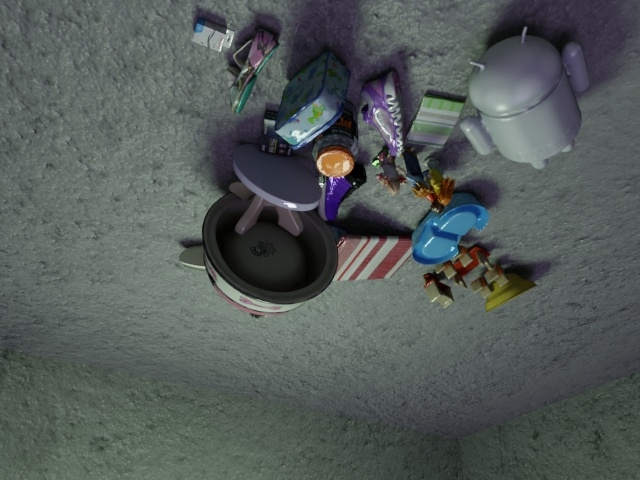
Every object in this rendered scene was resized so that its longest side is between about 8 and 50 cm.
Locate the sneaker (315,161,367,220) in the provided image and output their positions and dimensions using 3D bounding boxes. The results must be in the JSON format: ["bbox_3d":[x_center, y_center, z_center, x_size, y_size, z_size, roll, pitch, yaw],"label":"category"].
[{"bbox_3d":[0.063,-0.162,1.445,0.146,0.102,0.293,-1,142,3],"label":"sneaker"}]

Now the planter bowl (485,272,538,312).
[{"bbox_3d":[0.691,0.181,1.845,0.217,0.090,0.217,-25,163,-8],"label":"planter bowl"}]

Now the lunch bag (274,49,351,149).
[{"bbox_3d":[-0.021,-0.325,1.142,0.176,0.219,0.090,-30,126,33],"label":"lunch bag"}]

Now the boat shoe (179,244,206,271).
[{"bbox_3d":[-0.348,0.079,1.768,0.305,0.109,0.091,0,138,-3],"label":"boat shoe"}]

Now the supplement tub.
[{"bbox_3d":[0.038,-0.258,1.248,0.117,0.190,0.117,1,142,0],"label":"supplement tub"}]

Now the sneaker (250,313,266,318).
[{"bbox_3d":[-0.115,0.153,1.873,0.182,0.158,0.410,-5,154,-48],"label":"sneaker"}]

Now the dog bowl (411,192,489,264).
[{"bbox_3d":[0.405,-0.038,1.590,0.166,0.074,0.297,12,135,-24],"label":"dog bowl"}]

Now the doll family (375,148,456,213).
[{"bbox_3d":[0.282,-0.170,1.361,0.263,0.163,0.118,17,136,-29],"label":"doll family"}]

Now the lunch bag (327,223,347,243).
[{"bbox_3d":[0.000,0.000,1.662,0.151,0.096,0.129,15,141,-33],"label":"lunch bag"}]

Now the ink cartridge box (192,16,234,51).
[{"bbox_3d":[-0.244,-0.465,1.123,0.083,0.028,0.048,16,141,-18],"label":"ink cartridge box"}]

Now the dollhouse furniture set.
[{"bbox_3d":[0.498,0.115,1.798,0.262,0.135,0.259,26,125,-28],"label":"dollhouse furniture set"}]

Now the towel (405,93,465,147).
[{"bbox_3d":[0.301,-0.316,1.307,0.113,0.023,0.152,7,140,-10],"label":"towel"}]

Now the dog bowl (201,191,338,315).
[{"bbox_3d":[-0.160,0.042,1.467,0.408,0.408,0.150,15,140,-16],"label":"dog bowl"}]

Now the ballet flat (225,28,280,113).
[{"bbox_3d":[-0.178,-0.407,1.172,0.079,0.077,0.221,34,130,-10],"label":"ballet flat"}]

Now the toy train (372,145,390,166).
[{"bbox_3d":[0.177,-0.241,1.408,0.023,0.017,0.083,30,135,-16],"label":"toy train"}]

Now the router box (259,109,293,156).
[{"bbox_3d":[-0.113,-0.289,1.339,0.092,0.038,0.122,9,142,-8],"label":"router box"}]

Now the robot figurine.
[{"bbox_3d":[0.473,-0.322,1.141,0.300,0.200,0.353,-38,131,14],"label":"robot figurine"}]

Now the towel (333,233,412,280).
[{"bbox_3d":[0.168,0.058,1.698,0.329,0.037,0.237,1,142,-32],"label":"towel"}]

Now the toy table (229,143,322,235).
[{"bbox_3d":[-0.139,-0.133,1.390,0.274,0.252,0.161,43,139,18],"label":"toy table"}]

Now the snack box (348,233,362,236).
[{"bbox_3d":[0.140,0.028,1.739,0.141,0.037,0.100,10,141,-12],"label":"snack box"}]

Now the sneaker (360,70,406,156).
[{"bbox_3d":[0.160,-0.316,1.260,0.104,0.095,0.236,-3,138,18],"label":"sneaker"}]
